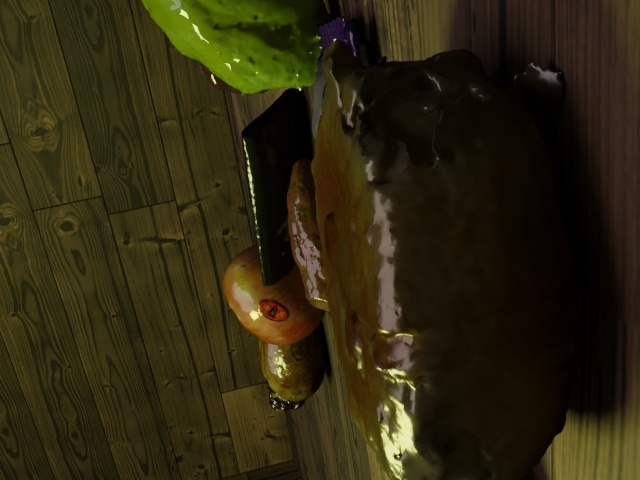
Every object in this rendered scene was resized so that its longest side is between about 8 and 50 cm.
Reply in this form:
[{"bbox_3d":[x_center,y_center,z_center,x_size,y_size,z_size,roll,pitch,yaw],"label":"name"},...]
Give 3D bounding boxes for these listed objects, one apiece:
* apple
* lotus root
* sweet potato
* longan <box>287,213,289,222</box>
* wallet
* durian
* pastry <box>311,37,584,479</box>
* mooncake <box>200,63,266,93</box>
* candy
[{"bbox_3d":[-0.087,0.103,1.653,0.209,0.164,0.209,56,-167,-20],"label":"apple"},{"bbox_3d":[-0.060,0.232,1.883,0.169,0.141,0.314,-133,40,-69],"label":"lotus root"},{"bbox_3d":[0.000,0.000,1.281,0.097,0.097,0.251,150,105,-81],"label":"sweet potato"},{"bbox_3d":[-0.018,-0.041,1.462,0.083,0.075,0.075,-49,-40,-47],"label":"longan"},{"bbox_3d":[-0.062,-0.084,1.477,0.170,0.044,0.321,-51,-35,-42],"label":"wallet"},{"bbox_3d":[-0.128,-0.347,1.048,0.340,0.204,0.256,38,-146,-37],"label":"durian"},{"bbox_3d":[0.076,0.021,0.626,0.329,0.136,0.329,172,90,-83],"label":"pastry"},{"bbox_3d":[-0.144,-0.397,1.379,0.326,0.174,0.334,-155,53,-77],"label":"mooncake"},{"bbox_3d":[0.034,-0.110,0.968,0.145,0.070,0.275,-153,55,-71],"label":"candy"}]
